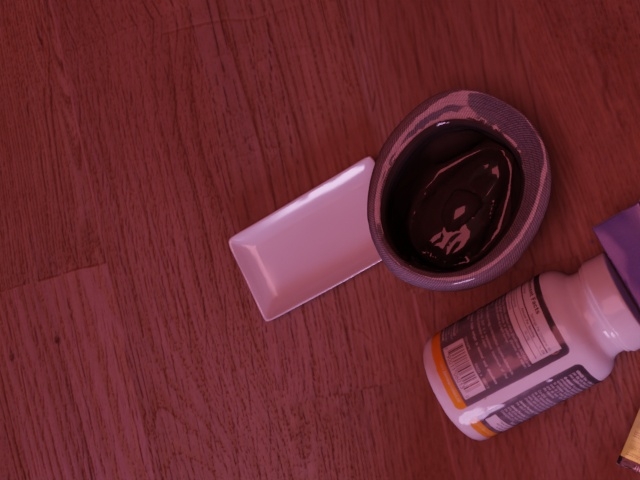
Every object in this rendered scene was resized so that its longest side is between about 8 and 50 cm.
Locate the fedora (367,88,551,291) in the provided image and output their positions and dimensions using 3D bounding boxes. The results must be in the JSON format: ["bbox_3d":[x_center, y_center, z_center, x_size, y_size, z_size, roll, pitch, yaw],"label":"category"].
[{"bbox_3d":[0.195,-0.061,1.600,0.243,0.124,0.275,27,97,19],"label":"fedora"}]

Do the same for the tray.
[{"bbox_3d":[0.000,0.000,1.737,0.270,0.030,0.145,-30,81,21],"label":"tray"}]

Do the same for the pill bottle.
[{"bbox_3d":[0.289,0.139,1.549,0.278,0.162,0.162,-32,80,20],"label":"pill bottle"}]

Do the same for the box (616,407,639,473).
[{"bbox_3d":[0.473,0.202,1.527,0.087,0.058,0.232,22,100,20],"label":"box"}]

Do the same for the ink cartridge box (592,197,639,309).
[{"bbox_3d":[0.550,0.033,1.443,0.307,0.072,0.304,-30,81,2],"label":"ink cartridge box"}]
